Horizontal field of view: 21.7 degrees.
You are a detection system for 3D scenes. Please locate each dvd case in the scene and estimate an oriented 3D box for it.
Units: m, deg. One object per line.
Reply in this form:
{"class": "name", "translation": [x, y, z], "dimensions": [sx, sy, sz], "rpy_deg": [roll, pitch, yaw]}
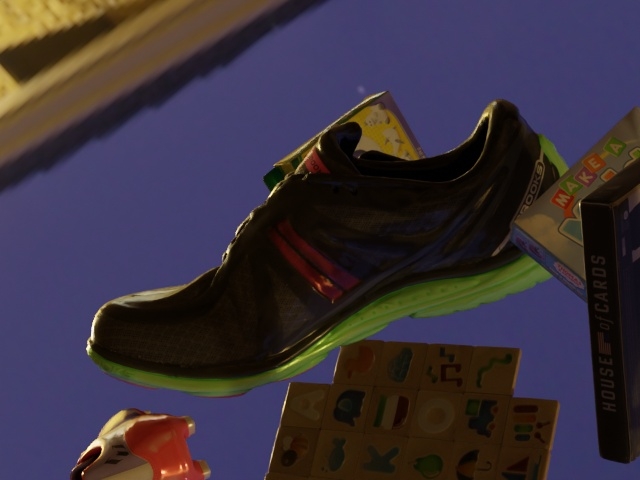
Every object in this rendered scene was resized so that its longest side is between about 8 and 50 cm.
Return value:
{"class": "dvd case", "translation": [0.245, 0.014, 1.101], "dimensions": [0.029, 0.179, 0.239], "rpy_deg": [9, -153, 36]}

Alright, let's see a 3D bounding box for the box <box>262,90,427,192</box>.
{"class": "box", "translation": [0.028, -0.075, 1.824], "dimensions": [0.179, 0.105, 0.043], "rpy_deg": [-38, -165, -25]}

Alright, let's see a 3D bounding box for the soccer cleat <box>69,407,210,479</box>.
{"class": "soccer cleat", "translation": [-0.157, 0.176, 1.288], "dimensions": [0.095, 0.083, 0.248], "rpy_deg": [-16, 177, -20]}

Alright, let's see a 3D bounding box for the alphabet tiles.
{"class": "alphabet tiles", "translation": [0.093, 0.248, 1.861], "dimensions": [0.342, 0.011, 0.285], "rpy_deg": [1, -114, 30]}

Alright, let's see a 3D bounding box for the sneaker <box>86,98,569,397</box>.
{"class": "sneaker", "translation": [0.000, 0.000, 1.574], "dimensions": [0.483, 0.202, 0.185], "rpy_deg": [-22, -164, 0]}

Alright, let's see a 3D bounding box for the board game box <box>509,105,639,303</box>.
{"class": "board game box", "translation": [0.288, 0.007, 1.376], "dimensions": [0.211, 0.039, 0.160], "rpy_deg": [40, -109, 21]}
